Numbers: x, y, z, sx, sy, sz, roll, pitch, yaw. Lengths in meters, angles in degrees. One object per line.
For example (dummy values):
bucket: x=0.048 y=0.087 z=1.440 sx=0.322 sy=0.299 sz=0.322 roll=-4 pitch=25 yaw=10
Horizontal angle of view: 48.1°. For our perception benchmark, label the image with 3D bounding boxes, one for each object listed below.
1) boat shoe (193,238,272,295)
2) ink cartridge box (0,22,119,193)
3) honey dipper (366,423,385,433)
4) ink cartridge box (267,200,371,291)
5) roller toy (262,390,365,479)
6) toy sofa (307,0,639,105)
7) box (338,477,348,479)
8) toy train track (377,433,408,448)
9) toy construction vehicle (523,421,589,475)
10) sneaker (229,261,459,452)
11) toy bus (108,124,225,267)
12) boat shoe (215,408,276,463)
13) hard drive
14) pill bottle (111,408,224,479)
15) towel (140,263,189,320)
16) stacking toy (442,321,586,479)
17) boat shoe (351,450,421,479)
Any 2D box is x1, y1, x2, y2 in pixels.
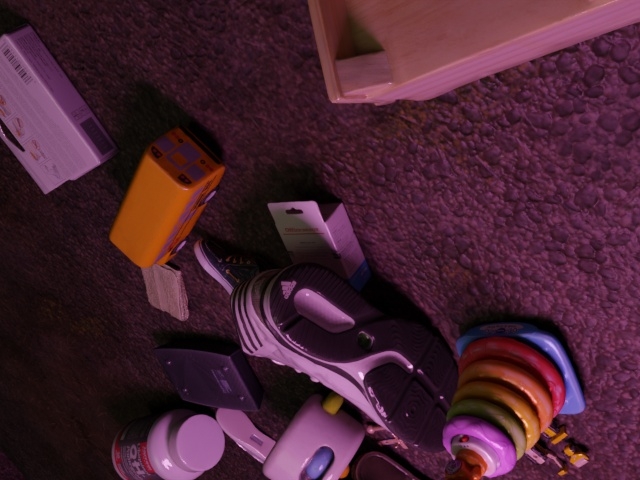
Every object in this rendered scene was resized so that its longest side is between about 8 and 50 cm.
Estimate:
boat shoe: x=-0.149 y=0.047 z=1.310 sx=0.183 sy=0.065 sz=0.083 roll=47 pitch=113 yaw=14
ink cartridge box: x=-0.540 y=-0.238 z=1.370 sx=0.239 sy=0.060 sz=0.275 roll=-16 pitch=113 yaw=45
honey dipper: x=0.142 y=0.351 z=1.356 sx=0.030 sy=0.030 sz=0.161 roll=51 pitch=142 yaw=-9
ink cartridge box: x=0.000 y=0.000 z=1.146 sx=0.104 sy=0.060 sz=0.180 roll=0 pitch=124 yaw=38
roller toy: x=-0.008 y=0.413 z=1.398 sx=0.146 sy=0.191 sz=0.209 roll=35 pitch=138 yaw=8
toy sofa: x=0.173 y=-0.264 z=0.752 sx=0.363 sy=0.177 sz=0.150 roll=-13 pitch=90 yaw=44
box: x=0.115 y=0.608 z=1.463 sx=0.295 sy=0.073 sz=0.293 roll=50 pitch=166 yaw=-7
toy train track: x=0.140 y=0.396 z=1.403 sx=0.048 sy=0.014 sz=0.083 roll=52 pitch=138 yaw=-10
toy construction vehicle: x=0.376 y=0.330 z=1.155 sx=0.098 sy=0.035 sz=0.085 roll=36 pitch=127 yaw=4
sneaker: x=0.037 y=0.187 z=1.204 sx=0.447 sy=0.169 sz=0.258 roll=42 pitch=158 yaw=-23
toy bus: x=-0.278 y=-0.058 z=1.262 sx=0.108 sy=0.130 sz=0.332 roll=43 pitch=139 yaw=1
boat shoe: x=-0.172 y=0.455 z=1.666 sx=0.184 sy=0.066 sz=0.063 roll=35 pitch=138 yaw=-5
hard drive: x=-0.245 y=0.294 z=1.588 sx=0.255 sy=0.054 sz=0.171 roll=-3 pitch=121 yaw=40
pill bottle: x=-0.375 y=0.513 z=1.779 sx=0.319 sy=0.176 sz=0.176 roll=-25 pitch=106 yaw=46
towel: x=-0.330 y=0.100 z=1.513 sx=0.110 sy=0.027 sz=0.148 roll=21 pitch=134 yaw=24
stacking toy: x=0.233 y=0.267 z=1.005 sx=0.175 sy=0.302 sz=0.165 roll=-10 pitch=117 yaw=43
boat shoe: x=0.193 y=0.532 z=1.420 sx=0.307 sy=0.111 sz=0.104 roll=43 pitch=159 yaw=10
